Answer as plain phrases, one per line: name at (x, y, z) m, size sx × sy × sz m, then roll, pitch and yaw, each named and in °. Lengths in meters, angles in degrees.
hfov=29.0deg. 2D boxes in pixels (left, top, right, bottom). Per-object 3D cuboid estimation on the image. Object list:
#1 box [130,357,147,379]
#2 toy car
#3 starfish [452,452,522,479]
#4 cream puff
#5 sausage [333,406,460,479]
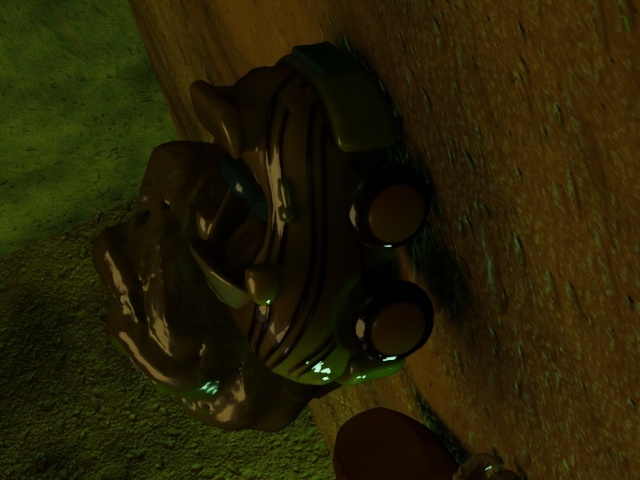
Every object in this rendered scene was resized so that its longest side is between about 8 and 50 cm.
box at (-0.135, 0.072, 1.639) m, size 0.091 × 0.274 × 0.221 m, roll 63°, pitch 176°, yaw -6°
toy car at (-0.022, -0.009, 0.875) m, size 0.200 × 0.142 × 0.248 m, roll -137°, pitch 39°, yaw -62°
starfish at (0.163, 0.284, 0.975) m, size 0.238 × 0.071 × 0.216 m, roll 64°, pitch -177°, yaw -53°
cream puff at (-0.106, 0.050, 1.345) m, size 0.323 × 0.274 × 0.270 m, roll 66°, pitch 166°, yaw 2°
sausage at (0.085, 0.251, 1.193) m, size 0.136 × 0.120 × 0.241 m, roll 59°, pitch 175°, yaw -16°
